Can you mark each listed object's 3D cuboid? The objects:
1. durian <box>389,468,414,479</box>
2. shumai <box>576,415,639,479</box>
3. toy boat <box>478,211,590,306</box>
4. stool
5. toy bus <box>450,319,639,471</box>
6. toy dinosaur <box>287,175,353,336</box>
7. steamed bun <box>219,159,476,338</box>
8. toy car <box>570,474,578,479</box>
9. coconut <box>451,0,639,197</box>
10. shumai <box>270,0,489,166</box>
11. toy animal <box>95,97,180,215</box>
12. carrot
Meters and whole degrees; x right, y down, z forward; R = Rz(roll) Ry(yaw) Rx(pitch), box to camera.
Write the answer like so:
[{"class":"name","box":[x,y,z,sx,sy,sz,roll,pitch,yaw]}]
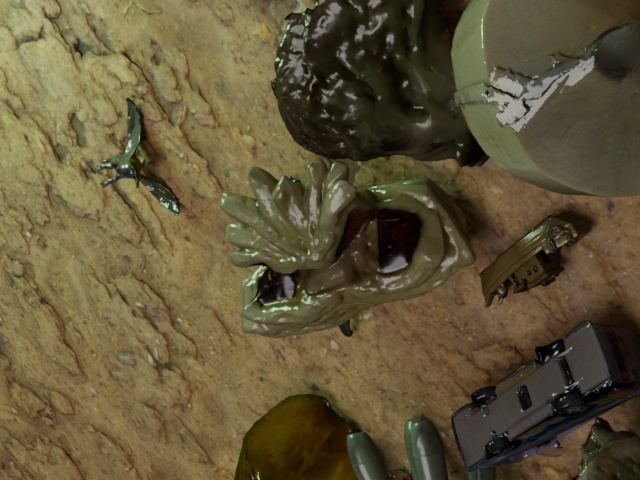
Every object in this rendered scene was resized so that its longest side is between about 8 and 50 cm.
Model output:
[{"class":"durian","box":[0.166,0.476,2.088,0.186,0.108,0.119,23,128,27]},{"class":"shumai","box":[0.400,0.340,1.689,0.201,0.201,0.120,66,161,-12]},{"class":"toy boat","box":[0.297,0.033,1.741,0.206,0.064,0.072,-48,65,45]},{"class":"stool","box":[0.172,0.372,1.941,0.195,0.195,0.199,-21,77,44]},{"class":"toy bus","box":[0.326,0.227,1.775,0.317,0.138,0.112,-41,52,45]},{"class":"toy dinosaur","box":[0.006,0.035,2.005,0.188,0.075,0.248,34,138,30]},{"class":"steamed bun","box":[0.000,0.000,1.840,0.428,0.189,0.247,-20,80,36]},{"class":"toy car","box":[0.407,0.434,1.839,0.158,0.172,0.235,52,141,25]},{"class":"coconut","box":[0.305,-0.194,1.418,0.323,0.323,0.323,20,126,30]},{"class":"shumai","box":[0.101,-0.205,1.657,0.283,0.217,0.346,40,131,15]},{"class":"toy animal","box":[-0.345,-0.133,2.158,0.155,0.095,0.219,-1,113,35]},{"class":"carrot","box":[-0.040,0.460,2.162,0.241,0.241,0.341,27,129,25]}]
